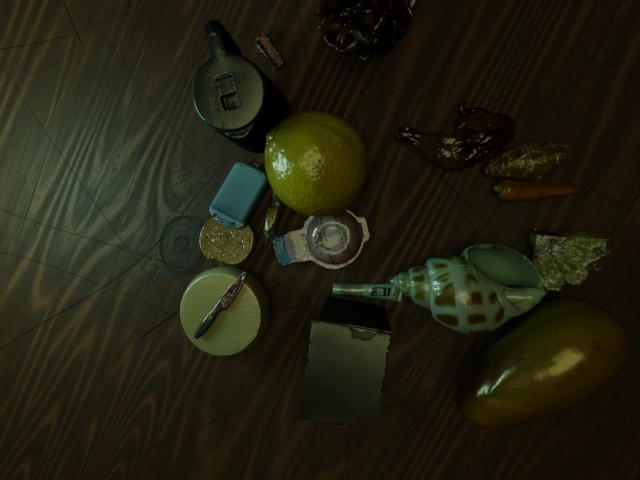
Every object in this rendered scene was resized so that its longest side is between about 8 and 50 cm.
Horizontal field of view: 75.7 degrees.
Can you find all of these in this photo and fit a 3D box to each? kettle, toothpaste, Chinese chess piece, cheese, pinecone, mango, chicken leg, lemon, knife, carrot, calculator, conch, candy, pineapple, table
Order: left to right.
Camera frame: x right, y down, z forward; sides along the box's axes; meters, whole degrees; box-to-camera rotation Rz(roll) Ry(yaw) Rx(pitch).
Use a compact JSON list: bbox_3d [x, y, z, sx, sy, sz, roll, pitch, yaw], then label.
[{"bbox_3d":[-0.281,0.186,1.165,0.035,0.018,0.247,40,97,5],"label":"knife"},{"bbox_3d":[-0.281,0.208,1.227,0.272,0.102,0.274,1,95,7],"label":"Chinese chess piece"},{"bbox_3d":[-0.235,-0.137,1.208,0.120,0.039,0.211,26,80,4],"label":"calculator"},{"bbox_3d":[-0.188,-0.379,1.073,0.203,0.308,0.263,15,96,4],"label":"kettle"},{"bbox_3d":[-0.142,-0.069,1.220,0.046,0.053,0.182,17,94,12],"label":"candy"},{"bbox_3d":[-0.010,-0.200,1.085,0.292,0.293,0.294,0,94,6],"label":"lemon"},{"bbox_3d":[0.000,0.000,1.197,0.285,0.074,0.189,-17,91,11],"label":"cheese"},{"bbox_3d":[0.072,0.307,1.098,0.196,0.282,0.251,7,95,6],"label":"table"},{"bbox_3d":[0.106,-0.589,1.057,0.243,0.309,0.244,16,124,25],"label":"pinecone"},{"bbox_3d":[0.138,0.148,1.213,0.204,0.036,0.056,3,95,2],"label":"toothpaste"},{"bbox_3d":[0.378,-0.287,1.141,0.322,0.083,0.178,-20,83,5],"label":"chicken leg"},{"bbox_3d":[0.386,0.123,1.101,0.367,0.197,0.250,19,69,-7],"label":"conch"},{"bbox_3d":[0.549,0.325,1.051,0.445,0.300,0.232,-39,69,7],"label":"mango"},{"bbox_3d":[0.600,-0.138,1.140,0.256,0.061,0.061,0,94,-3],"label":"carrot"},{"bbox_3d":[0.644,0.043,1.114,0.236,0.114,0.186,-39,89,10],"label":"pineapple"}]

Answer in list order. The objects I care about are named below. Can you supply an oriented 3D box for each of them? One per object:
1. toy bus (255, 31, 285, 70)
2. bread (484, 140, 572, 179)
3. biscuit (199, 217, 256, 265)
[{"bbox_3d":[-0.146,-0.549,1.196,0.043,0.031,0.110,-36,90,14],"label":"toy bus"},{"bbox_3d":[0.563,-0.219,1.109,0.232,0.076,0.105,-11,57,10],"label":"bread"},{"bbox_3d":[-0.274,-0.010,1.239,0.170,0.050,0.171,0,86,4],"label":"biscuit"}]
